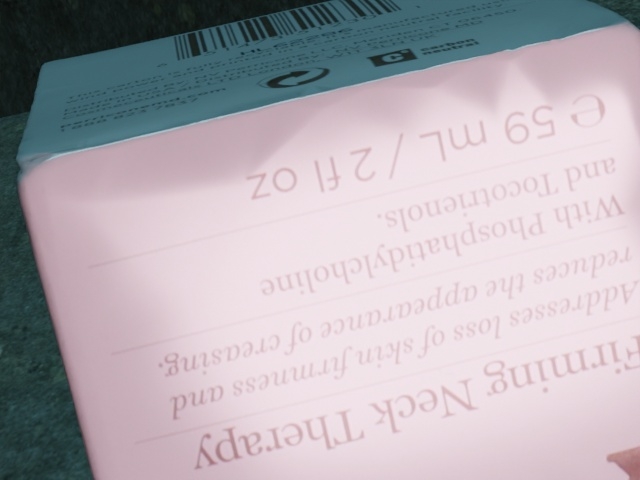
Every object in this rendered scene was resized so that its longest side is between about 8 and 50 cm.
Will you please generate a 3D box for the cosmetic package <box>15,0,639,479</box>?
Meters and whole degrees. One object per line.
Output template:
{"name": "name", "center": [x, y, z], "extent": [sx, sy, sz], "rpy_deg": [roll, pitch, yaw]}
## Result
{"name": "cosmetic package", "center": [0.028, 0.070, 1.076], "extent": [0.329, 0.394, 0.327], "rpy_deg": [-14, 16, -3]}
